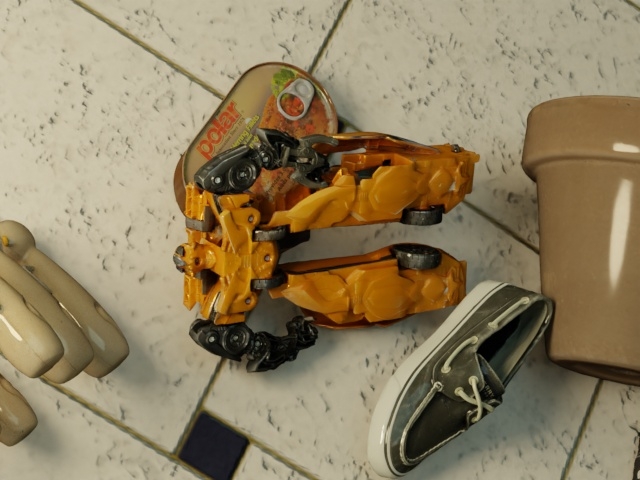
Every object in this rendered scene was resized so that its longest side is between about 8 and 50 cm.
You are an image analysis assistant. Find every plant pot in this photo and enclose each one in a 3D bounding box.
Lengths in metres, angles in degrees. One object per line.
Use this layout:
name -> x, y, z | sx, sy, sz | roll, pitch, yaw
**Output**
plant pot -> 0.295, 0.012, 1.779 | 0.263, 0.263, 0.229 | 16, 81, -20

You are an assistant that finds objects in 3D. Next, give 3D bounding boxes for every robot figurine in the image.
robot figurine -> 0.000, 0.000, 1.679 | 0.291, 0.085, 0.211 | -6, 107, -30

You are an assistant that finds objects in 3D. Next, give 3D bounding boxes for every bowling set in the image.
bowling set -> -0.281, 0.086, 1.483 | 0.200, 0.287, 0.154 | -42, 83, 0

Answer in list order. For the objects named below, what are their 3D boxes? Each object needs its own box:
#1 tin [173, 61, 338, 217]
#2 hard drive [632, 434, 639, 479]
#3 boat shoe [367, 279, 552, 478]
tin -> -0.059, -0.079, 1.745 | 0.106, 0.040, 0.190 | 41, 57, -10
hard drive -> 0.379, 0.339, 1.762 | 0.236, 0.064, 0.339 | 24, 59, -16
boat shoe -> 0.122, 0.120, 1.699 | 0.219, 0.070, 0.078 | -52, 130, -24
